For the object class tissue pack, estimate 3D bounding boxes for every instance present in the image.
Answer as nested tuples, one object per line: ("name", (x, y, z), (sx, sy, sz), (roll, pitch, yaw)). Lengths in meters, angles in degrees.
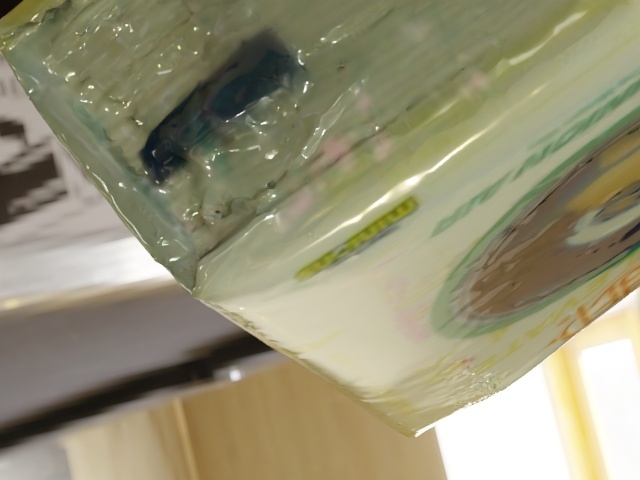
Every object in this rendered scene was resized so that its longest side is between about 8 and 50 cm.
("tissue pack", (0.074, -0.066, 0.779), (0.287, 0.162, 0.388), (-36, 163, 3))
